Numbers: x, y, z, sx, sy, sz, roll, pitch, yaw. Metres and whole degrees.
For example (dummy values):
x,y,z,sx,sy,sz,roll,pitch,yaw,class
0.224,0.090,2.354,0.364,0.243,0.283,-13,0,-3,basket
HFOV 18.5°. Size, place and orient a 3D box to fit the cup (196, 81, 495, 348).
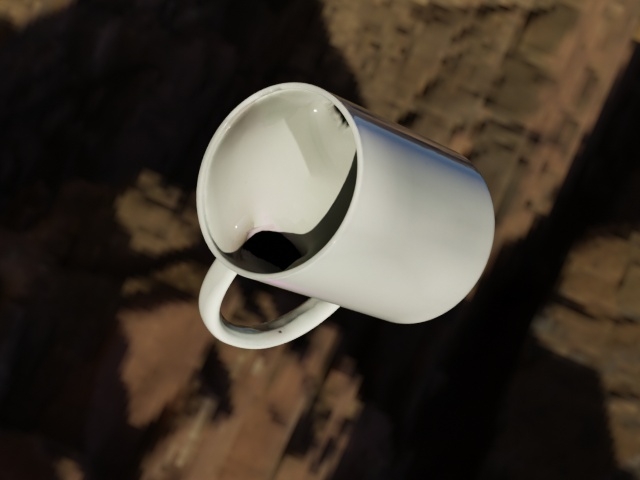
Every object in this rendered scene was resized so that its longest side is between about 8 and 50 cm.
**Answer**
x,y,z,sx,sy,sz,roll,pitch,yaw,class
0.000,-0.010,0.998,0.133,0.136,0.099,18,57,-53,cup
